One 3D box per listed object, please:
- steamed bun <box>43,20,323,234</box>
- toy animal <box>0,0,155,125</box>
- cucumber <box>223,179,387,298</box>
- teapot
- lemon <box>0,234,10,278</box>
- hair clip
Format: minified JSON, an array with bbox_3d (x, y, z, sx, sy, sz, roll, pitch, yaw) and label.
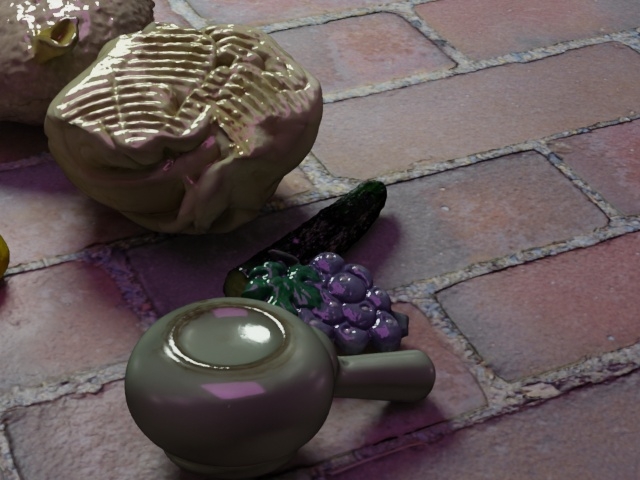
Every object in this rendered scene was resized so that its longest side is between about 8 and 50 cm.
[{"bbox_3d":[-0.164,-0.119,1.580,0.289,0.203,0.276,-35,62,-22],"label":"steamed bun"},{"bbox_3d":[-0.339,-0.264,1.724,0.226,0.188,0.358,24,54,31],"label":"toy animal"},{"bbox_3d":[0.000,0.000,1.553,0.068,0.067,0.293,30,43,26],"label":"cucumber"},{"bbox_3d":[-0.034,0.151,1.298,0.318,0.149,0.220,2,31,-2],"label":"teapot"},{"bbox_3d":[-0.389,0.023,1.479,0.065,0.065,0.092,12,40,7],"label":"lemon"},{"bbox_3d":[0.006,0.071,1.447,0.195,0.052,0.124,15,48,-13],"label":"hair clip"}]
